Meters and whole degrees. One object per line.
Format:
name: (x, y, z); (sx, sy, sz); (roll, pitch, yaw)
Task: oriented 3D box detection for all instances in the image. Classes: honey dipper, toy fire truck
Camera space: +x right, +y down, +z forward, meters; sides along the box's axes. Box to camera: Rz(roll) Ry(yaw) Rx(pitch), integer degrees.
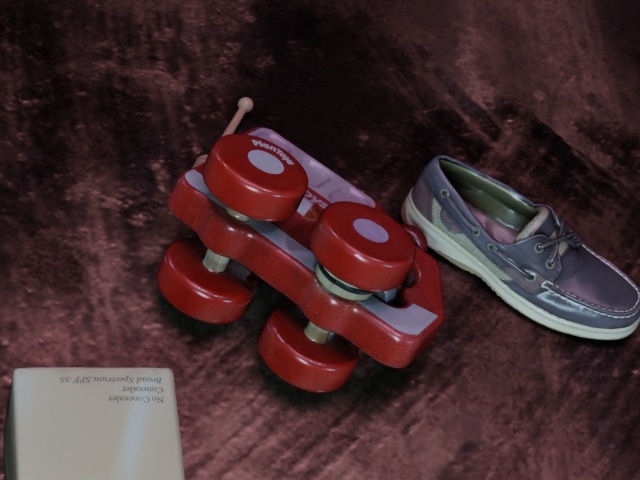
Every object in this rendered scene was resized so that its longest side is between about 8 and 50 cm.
honey dipper: (-0.108, -0.110, 1.640); (0.031, 0.030, 0.160); (21, 45, 3)
toy fire truck: (0.000, 0.000, 1.500); (0.302, 0.169, 0.254); (33, 30, 12)

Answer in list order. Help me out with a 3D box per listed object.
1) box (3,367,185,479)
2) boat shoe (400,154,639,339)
box: (-0.183, 0.264, 1.224); (0.148, 0.121, 0.311); (1, 49, -17)
boat shoe: (0.221, 0.005, 1.589); (0.285, 0.092, 0.103); (32, 49, 13)
